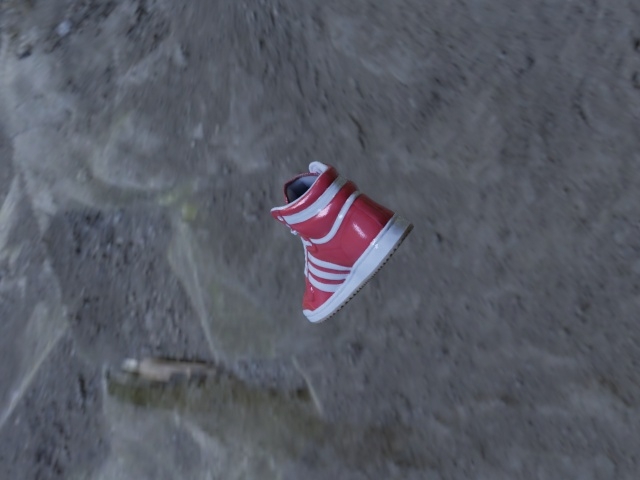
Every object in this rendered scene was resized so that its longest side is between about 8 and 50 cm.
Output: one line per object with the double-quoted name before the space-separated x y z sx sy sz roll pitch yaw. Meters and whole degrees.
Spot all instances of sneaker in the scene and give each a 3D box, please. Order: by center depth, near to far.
"sneaker" 0.000 0.000 0.834 0.067 0.118 0.042 39 58 -1
